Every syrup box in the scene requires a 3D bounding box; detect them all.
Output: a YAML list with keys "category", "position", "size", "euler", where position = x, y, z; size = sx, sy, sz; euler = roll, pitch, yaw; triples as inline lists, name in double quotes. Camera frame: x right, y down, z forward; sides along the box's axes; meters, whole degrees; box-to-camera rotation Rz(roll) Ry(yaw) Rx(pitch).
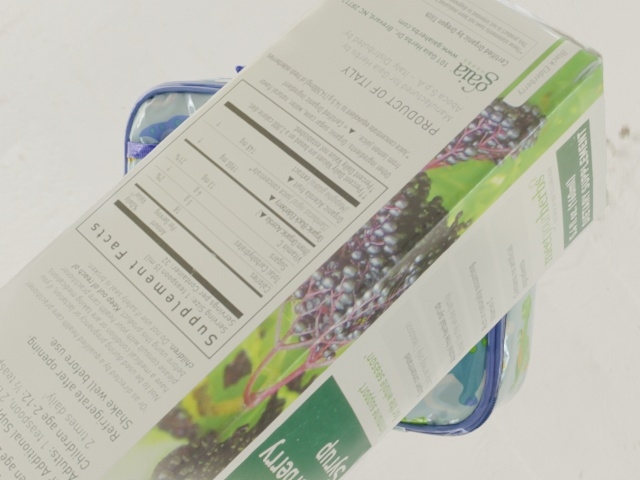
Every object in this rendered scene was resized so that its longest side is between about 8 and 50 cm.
- category: "syrup box"
  position: [-0.018, 0.022, 0.379]
  size: [0.237, 0.093, 0.096]
  euler: [-44, -121, -12]

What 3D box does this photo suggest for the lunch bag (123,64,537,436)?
- category: "lunch bag"
  position: [0.000, 0.000, 0.594]
  size: [0.219, 0.090, 0.176]
  euler: [8, -83, 24]
